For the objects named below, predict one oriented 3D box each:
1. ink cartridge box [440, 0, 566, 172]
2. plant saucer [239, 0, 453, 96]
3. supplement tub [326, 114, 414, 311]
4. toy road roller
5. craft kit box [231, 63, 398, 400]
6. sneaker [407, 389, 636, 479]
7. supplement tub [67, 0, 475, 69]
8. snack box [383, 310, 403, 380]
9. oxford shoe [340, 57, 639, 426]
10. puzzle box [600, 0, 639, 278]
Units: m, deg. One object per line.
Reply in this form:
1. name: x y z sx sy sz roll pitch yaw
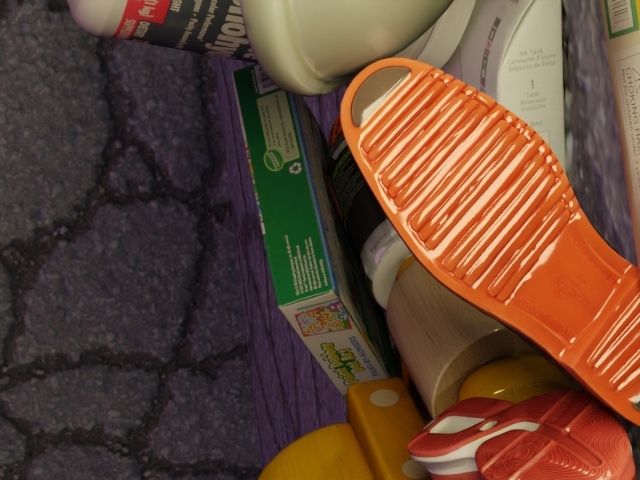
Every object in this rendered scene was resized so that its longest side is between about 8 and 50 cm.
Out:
1. ink cartridge box: 0.119 -0.178 1.055 0.189 0.066 0.232 -119 18 -64
2. plant saucer: 0.076 -0.260 0.790 0.400 0.101 0.400 18 -90 -77
3. supplement tub: 0.073 -0.035 1.260 0.117 0.117 0.190 91 166 -44
4. toy road roller: 0.065 0.182 1.139 0.202 0.241 0.329 -116 20 -59
5. craft kit box: 0.000 0.000 1.331 0.246 0.061 0.249 54 -160 -56
6. sneaker: 0.148 0.166 0.910 0.128 0.087 0.221 56 165 -11
7. supplement tub: -0.035 -0.222 1.057 0.191 0.272 0.191 -172 90 -74
8. snack box: 0.114 0.225 1.425 0.187 0.060 0.322 -115 18 -59
9. oxford shoe: 0.111 0.007 0.838 0.271 0.097 0.098 46 176 -4
10. puzzle box: 0.206 -0.073 0.658 0.272 0.052 0.408 -176 77 -80
